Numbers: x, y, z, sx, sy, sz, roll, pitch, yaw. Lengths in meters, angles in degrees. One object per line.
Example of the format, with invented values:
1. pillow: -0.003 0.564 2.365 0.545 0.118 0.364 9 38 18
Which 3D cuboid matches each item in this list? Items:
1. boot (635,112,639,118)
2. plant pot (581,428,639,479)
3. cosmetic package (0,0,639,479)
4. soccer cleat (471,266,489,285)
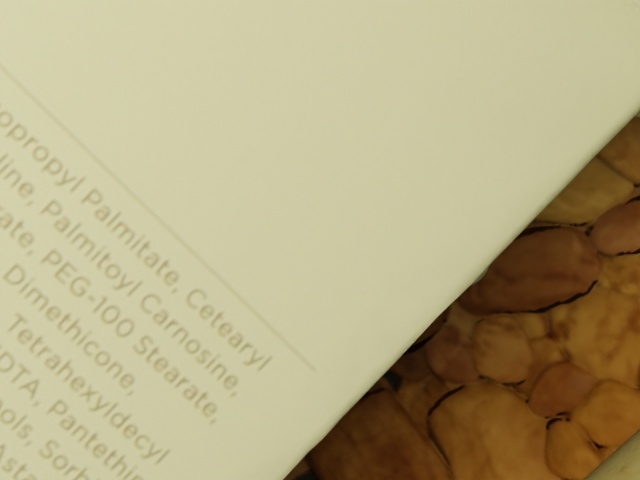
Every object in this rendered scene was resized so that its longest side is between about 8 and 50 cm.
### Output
1. boot: 0.193 -0.058 0.920 0.262 0.095 0.203 -31 99 16
2. plant pot: 0.200 0.224 0.866 0.334 0.334 0.305 44 72 -2
3. cosmetic package: -0.136 -0.069 0.757 0.394 0.329 0.327 -46 108 -3
4. soccer cleat: 0.000 0.000 1.005 0.196 0.068 0.076 14 125 11
